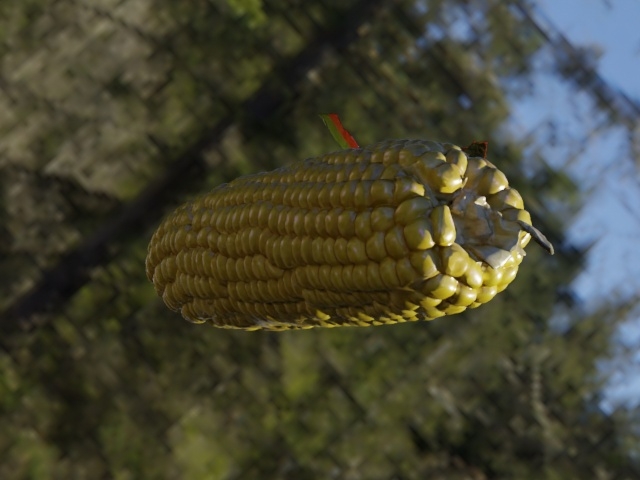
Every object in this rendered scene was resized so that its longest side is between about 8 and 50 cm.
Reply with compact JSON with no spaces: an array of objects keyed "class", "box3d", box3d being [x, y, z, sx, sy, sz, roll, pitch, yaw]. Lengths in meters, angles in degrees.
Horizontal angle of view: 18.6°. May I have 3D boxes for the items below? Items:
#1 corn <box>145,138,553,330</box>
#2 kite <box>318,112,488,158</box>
[{"class":"corn","box3d":[0.000,0.000,1.085,0.310,0.101,0.101,-5,-50,52]},{"class":"kite","box3d":[0.044,-0.025,1.240,0.190,0.010,0.159,-17,-53,40]}]
